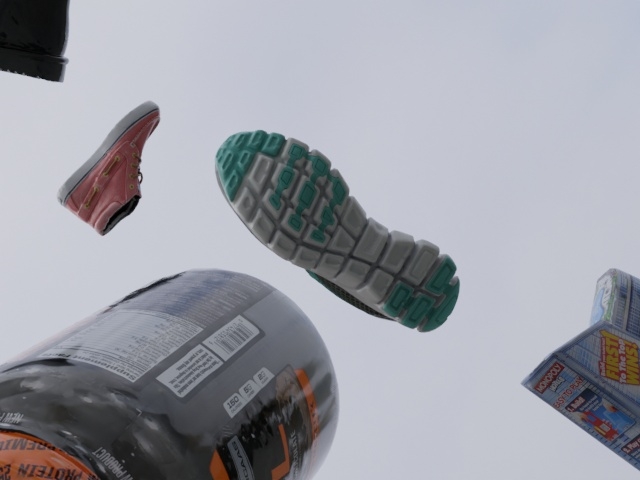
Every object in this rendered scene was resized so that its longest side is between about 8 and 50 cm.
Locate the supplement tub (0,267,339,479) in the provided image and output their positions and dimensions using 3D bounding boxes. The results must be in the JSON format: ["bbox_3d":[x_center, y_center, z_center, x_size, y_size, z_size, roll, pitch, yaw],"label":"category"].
[{"bbox_3d":[-0.126,0.151,0.709,0.207,0.207,0.338,-70,-12,18],"label":"supplement tub"}]

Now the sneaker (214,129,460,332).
[{"bbox_3d":[0.000,0.000,0.624,0.166,0.076,0.065,39,-108,-17],"label":"sneaker"}]

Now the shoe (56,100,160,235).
[{"bbox_3d":[-0.248,-0.091,1.360,0.178,0.081,0.063,-49,-9,-8],"label":"shoe"}]

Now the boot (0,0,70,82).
[{"bbox_3d":[-0.341,-0.272,1.005,0.247,0.094,0.207,10,-84,-6],"label":"boot"}]

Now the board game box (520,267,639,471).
[{"bbox_3d":[0.270,0.107,0.871,0.060,0.194,0.194,-60,6,49],"label":"board game box"}]
